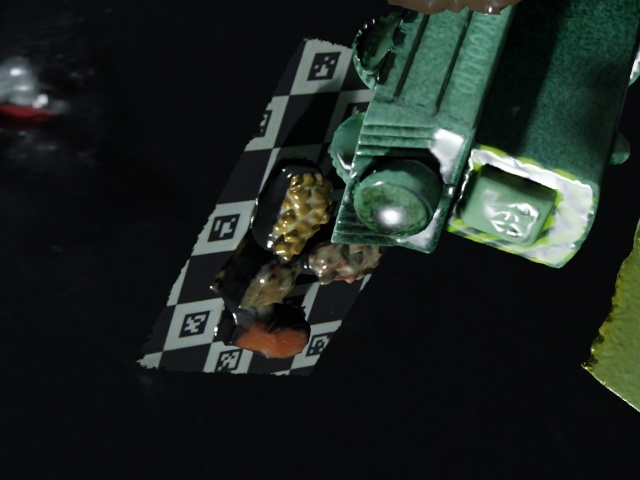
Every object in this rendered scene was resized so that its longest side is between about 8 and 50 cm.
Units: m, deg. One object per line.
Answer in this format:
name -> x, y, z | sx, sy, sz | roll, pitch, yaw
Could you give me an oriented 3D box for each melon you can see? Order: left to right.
melon -> 0.269, 0.029, 1.405 | 0.114, 0.053, 0.262 | 7, -72, -3

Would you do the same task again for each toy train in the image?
toy train -> 0.118, -0.121, 1.125 | 0.178, 0.138, 0.330 | 19, -129, 2

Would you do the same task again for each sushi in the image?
sushi -> 0.000, 0.000, 1.290 | 0.192, 0.043, 0.279 | 9, -60, -45

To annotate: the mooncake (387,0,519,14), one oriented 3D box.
mooncake -> 0.076, -0.282, 0.844 | 0.187, 0.324, 0.324 | 41, -109, -49
